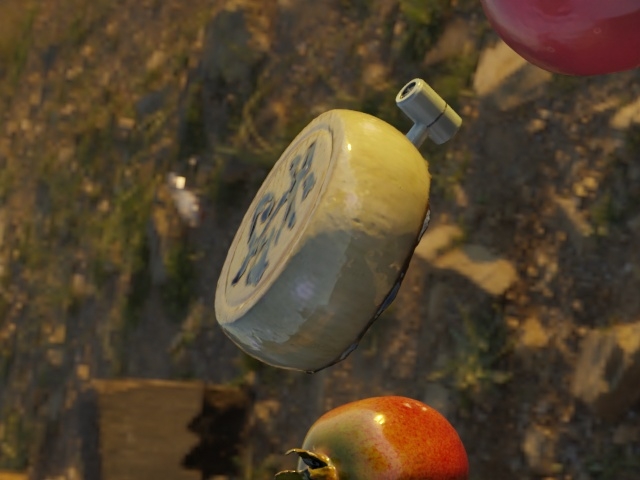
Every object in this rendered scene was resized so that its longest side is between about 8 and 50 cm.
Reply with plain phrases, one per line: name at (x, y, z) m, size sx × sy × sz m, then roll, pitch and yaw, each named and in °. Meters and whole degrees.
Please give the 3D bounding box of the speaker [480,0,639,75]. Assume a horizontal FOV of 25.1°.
speaker at (0.310, -0.313, 1.559) m, size 0.294 × 0.294 × 0.294 m, roll -26°, pitch 60°, yaw 59°

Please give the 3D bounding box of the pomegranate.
pomegranate at (0.059, 0.297, 1.773) m, size 0.221 × 0.257 × 0.220 m, roll -15°, pitch 71°, yaw 49°

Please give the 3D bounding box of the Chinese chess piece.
Chinese chess piece at (0.000, 0.000, 1.365) m, size 0.257 × 0.104 × 0.257 m, roll -53°, pitch 18°, yaw 25°

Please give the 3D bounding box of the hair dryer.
hair dryer at (0.113, -0.132, 1.848) m, size 0.137 × 0.082 × 0.047 m, roll -52°, pitch 20°, yaw -11°
